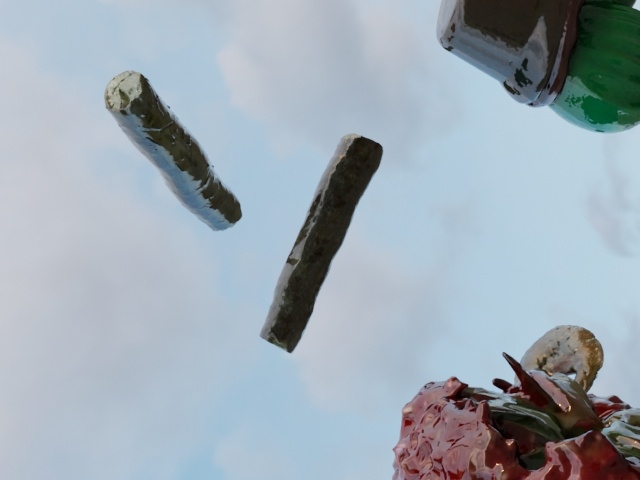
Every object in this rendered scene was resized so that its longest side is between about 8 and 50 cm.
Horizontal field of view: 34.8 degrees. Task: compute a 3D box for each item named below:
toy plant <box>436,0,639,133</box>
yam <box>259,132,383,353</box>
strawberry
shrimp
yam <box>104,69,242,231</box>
[{"bbox_3d":[0.189,-0.154,0.758,0.200,0.105,0.143,16,-109,-10],"label":"toy plant"},{"bbox_3d":[0.000,0.000,1.206,0.061,0.061,0.274,33,-103,-44],"label":"yam"},{"bbox_3d":[0.163,0.221,0.690,0.261,0.261,0.257,0,-77,-56],"label":"strawberry"},{"bbox_3d":[0.298,0.176,1.310,0.052,0.132,0.187,38,-134,-16],"label":"shrimp"},{"bbox_3d":[-0.177,-0.100,1.273,0.071,0.067,0.317,48,176,32],"label":"yam"}]
